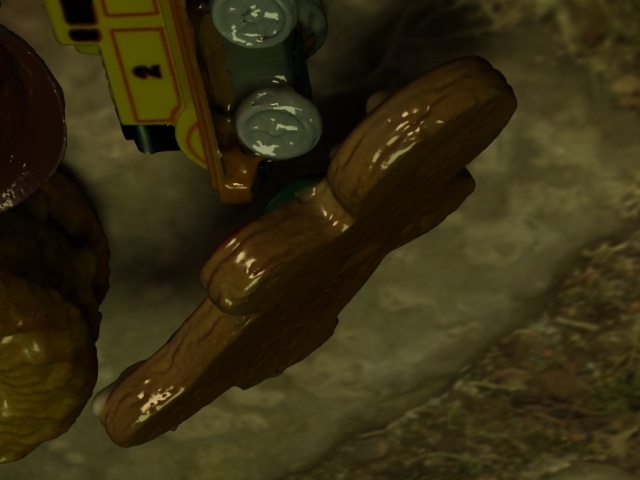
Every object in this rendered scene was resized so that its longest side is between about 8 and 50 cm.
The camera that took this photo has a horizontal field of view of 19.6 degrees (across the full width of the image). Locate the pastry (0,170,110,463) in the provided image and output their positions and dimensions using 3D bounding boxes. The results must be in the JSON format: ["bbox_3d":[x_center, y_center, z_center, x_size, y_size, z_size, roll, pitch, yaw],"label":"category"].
[{"bbox_3d":[-0.237,0.052,1.019,0.240,0.132,0.235,11,134,-19],"label":"pastry"}]

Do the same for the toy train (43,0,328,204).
[{"bbox_3d":[-0.064,-0.107,0.904,0.127,0.089,0.219,-1,140,9],"label":"toy train"}]

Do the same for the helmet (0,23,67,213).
[{"bbox_3d":[-0.212,-0.083,0.892,0.175,0.106,0.155,1,133,-16],"label":"helmet"}]

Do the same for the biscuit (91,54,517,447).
[{"bbox_3d":[0.000,0.000,1.000,0.197,0.049,0.301,-26,163,-46],"label":"biscuit"}]
